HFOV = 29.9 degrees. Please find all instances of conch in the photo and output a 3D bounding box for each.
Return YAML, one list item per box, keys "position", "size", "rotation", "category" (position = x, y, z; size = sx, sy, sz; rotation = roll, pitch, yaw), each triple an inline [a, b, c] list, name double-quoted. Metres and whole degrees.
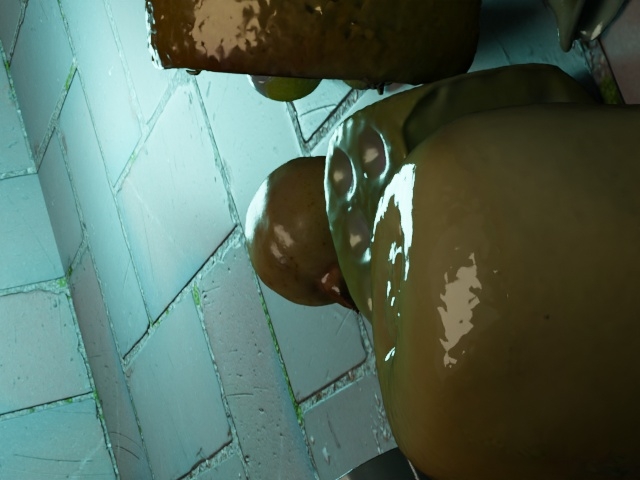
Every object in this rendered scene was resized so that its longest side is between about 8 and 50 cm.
- position: [0.249, -0.264, 1.122]
  size: [0.065, 0.088, 0.180]
  rotation: [-59, -33, -59]
  category: "conch"

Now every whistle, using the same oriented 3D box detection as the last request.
- position: [-0.064, -0.257, 1.714]
  size: [0.223, 0.122, 0.123]
  rotation: [-150, 51, -76]
  category: "whistle"

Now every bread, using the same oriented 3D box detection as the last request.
- position: [0.237, 0.058, 0.912]
  size: [0.253, 0.375, 0.348]
  rotation: [-100, 12, -45]
  category: "bread"
- position: [-0.005, -0.270, 1.246]
  size: [0.398, 0.398, 0.215]
  rotation: [20, 109, 61]
  category: "bread"

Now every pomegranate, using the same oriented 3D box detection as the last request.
- position: [-0.004, -0.013, 1.587]
  size: [0.207, 0.207, 0.207]
  rotation: [37, 133, 54]
  category: "pomegranate"

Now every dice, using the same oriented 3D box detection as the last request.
- position: [0.151, -0.034, 1.209]
  size: [0.227, 0.233, 0.238]
  rotation: [-26, 77, 65]
  category: "dice"

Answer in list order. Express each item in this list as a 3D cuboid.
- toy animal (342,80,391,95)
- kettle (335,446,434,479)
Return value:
- position: [0.071, -0.229, 1.491]
  size: [0.098, 0.137, 0.098]
  rotation: [-17, 59, 30]
  category: "toy animal"
- position: [0.140, 0.391, 1.558]
  size: [0.210, 0.160, 0.243]
  rotation: [-42, 66, 29]
  category: "kettle"
